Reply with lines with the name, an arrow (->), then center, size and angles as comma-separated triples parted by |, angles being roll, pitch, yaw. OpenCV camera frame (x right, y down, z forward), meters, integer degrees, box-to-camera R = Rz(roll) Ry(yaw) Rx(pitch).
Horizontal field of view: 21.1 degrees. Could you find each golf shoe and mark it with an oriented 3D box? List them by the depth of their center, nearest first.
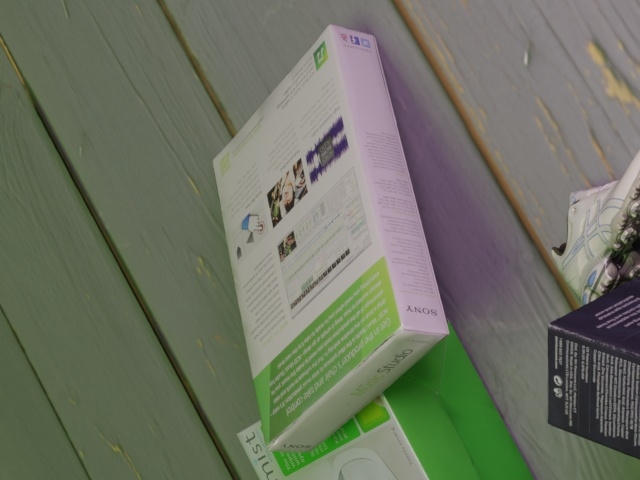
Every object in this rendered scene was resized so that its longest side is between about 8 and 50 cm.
golf shoe -> 0.234, -0.024, 1.402 | 0.086, 0.069, 0.176 | 47, 134, 31

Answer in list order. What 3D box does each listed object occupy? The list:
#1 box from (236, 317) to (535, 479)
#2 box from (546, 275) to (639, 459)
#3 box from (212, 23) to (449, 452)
box -> 0.078, 0.242, 1.639 | 0.231, 0.127, 0.262 | -34, 81, 47
box -> 0.282, 0.100, 1.330 | 0.158, 0.156, 0.093 | 18, 120, 42
box -> 0.000, 0.000, 1.563 | 0.232, 0.058, 0.322 | -45, 46, 44
